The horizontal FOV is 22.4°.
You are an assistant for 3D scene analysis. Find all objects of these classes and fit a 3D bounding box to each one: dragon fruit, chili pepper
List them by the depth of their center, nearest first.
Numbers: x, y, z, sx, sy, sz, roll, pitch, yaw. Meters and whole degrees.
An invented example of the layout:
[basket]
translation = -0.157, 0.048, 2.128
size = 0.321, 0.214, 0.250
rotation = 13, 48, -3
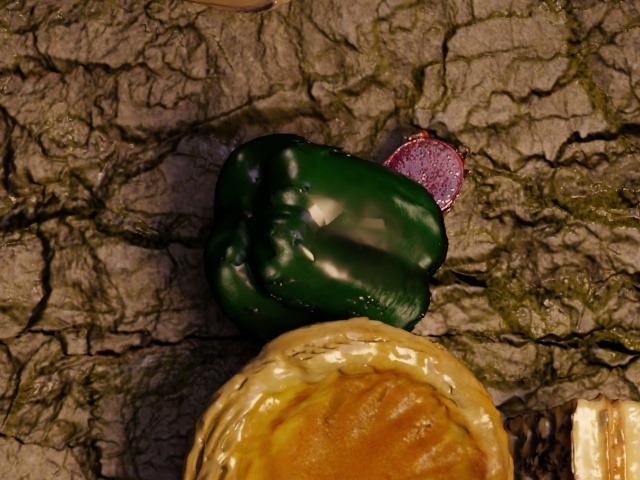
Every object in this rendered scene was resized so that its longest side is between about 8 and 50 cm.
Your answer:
[chili pepper]
translation = 0.000, 0.000, 1.867
size = 0.257, 0.233, 0.248
rotation = 27, 58, -42
[dragon fruit]
translation = 0.125, -0.075, 2.030
size = 0.112, 0.068, 0.126
rotation = 24, 85, 5

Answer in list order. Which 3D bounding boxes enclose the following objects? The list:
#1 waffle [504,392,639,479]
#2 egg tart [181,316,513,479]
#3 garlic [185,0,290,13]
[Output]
[waffle]
translation = 0.300, 0.377, 1.883
size = 0.114, 0.261, 0.376
rotation = 4, 77, -12
[egg tart]
translation = 0.024, 0.262, 1.833
size = 0.388, 0.169, 0.388
rotation = -3, 107, -10
[garlic]
translation = -0.135, -0.348, 1.938
size = 0.338, 0.196, 0.151
rotation = 27, 88, -13
